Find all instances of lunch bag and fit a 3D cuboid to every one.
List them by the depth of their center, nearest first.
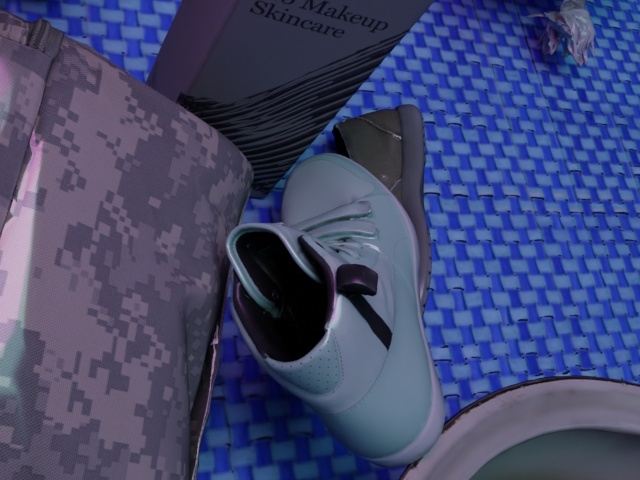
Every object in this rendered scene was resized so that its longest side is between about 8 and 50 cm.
[{"bbox_3d":[-0.170,0.049,0.432,0.256,0.213,0.305,18,63,-25],"label":"lunch bag"}]

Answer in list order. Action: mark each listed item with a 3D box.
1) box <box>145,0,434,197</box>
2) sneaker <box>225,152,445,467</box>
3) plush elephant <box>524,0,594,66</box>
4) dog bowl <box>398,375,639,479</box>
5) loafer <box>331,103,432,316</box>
[{"bbox_3d":[-0.037,-0.133,0.543,0.113,0.275,0.094,9,64,-23],"label":"box"},{"bbox_3d":[0.001,0.000,0.501,0.151,0.094,0.255,49,19,-44],"label":"sneaker"},{"bbox_3d":[0.221,-0.371,0.787,0.255,0.272,0.329,17,83,-47],"label":"plush elephant"},{"bbox_3d":[0.191,0.294,0.478,0.408,0.150,0.407,11,47,-13],"label":"dog bowl"},{"bbox_3d":[0.041,-0.006,0.647,0.088,0.094,0.251,2,54,1],"label":"loafer"}]
